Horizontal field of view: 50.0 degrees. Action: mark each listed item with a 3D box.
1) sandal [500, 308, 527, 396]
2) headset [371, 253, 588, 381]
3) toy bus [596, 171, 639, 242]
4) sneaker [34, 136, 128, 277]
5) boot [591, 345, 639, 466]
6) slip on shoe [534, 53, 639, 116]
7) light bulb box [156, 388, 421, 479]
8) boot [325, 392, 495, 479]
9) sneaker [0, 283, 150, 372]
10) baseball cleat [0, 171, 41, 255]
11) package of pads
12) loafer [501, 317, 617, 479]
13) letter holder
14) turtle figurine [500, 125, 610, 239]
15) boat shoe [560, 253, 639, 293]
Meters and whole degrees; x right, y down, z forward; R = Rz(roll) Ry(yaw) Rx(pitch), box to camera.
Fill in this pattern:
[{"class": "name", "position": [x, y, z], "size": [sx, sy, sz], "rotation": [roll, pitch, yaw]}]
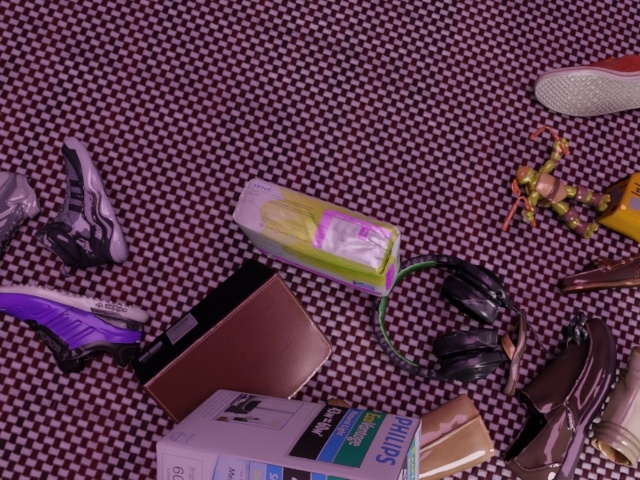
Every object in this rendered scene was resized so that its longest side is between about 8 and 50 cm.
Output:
[{"class": "sandal", "position": [0.385, 0.222, 1.385], "size": [0.049, 0.072, 0.180], "rotation": [12, 81, 18]}, {"class": "headset", "position": [0.292, 0.152, 1.307], "size": [0.395, 0.185, 0.243], "rotation": [8, 76, 12]}, {"class": "toy bus", "position": [0.771, -0.031, 1.451], "size": [0.333, 0.108, 0.130], "rotation": [26, 77, -1]}, {"class": "sneaker", "position": [-0.484, -0.062, 1.323], "size": [0.153, 0.101, 0.268], "rotation": [-22, 84, -13]}, {"class": "boot", "position": [0.595, 0.327, 1.301], "size": [0.095, 0.262, 0.203], "rotation": [22, 78, 31]}, {"class": "slip on shoe", "position": [0.630, -0.349, 1.512], "size": [0.332, 0.123, 0.101], "rotation": [-6, 47, -2]}, {"class": "light bulb box", "position": [-0.041, 0.456, 1.078], "size": [0.361, 0.225, 0.357], "rotation": [4, 102, 17]}, {"class": "boot", "position": [0.168, 0.362, 1.321], "size": [0.270, 0.089, 0.236], "rotation": [-23, 92, -10]}, {"class": "sneaker", "position": [-0.480, 0.170, 1.276], "size": [0.294, 0.102, 0.146], "rotation": [12, 78, -4]}, {"class": "baseball cleat", "position": [-0.600, -0.033, 1.322], "size": [0.110, 0.072, 0.205], "rotation": [5, 81, -12]}, {"class": "package of pads", "position": [0.000, 0.000, 1.273], "size": [0.297, 0.229, 0.101], "rotation": [19, 78, 11]}, {"class": "loafer", "position": [0.461, 0.308, 1.334], "size": [0.130, 0.134, 0.365], "rotation": [24, 77, -1]}, {"class": "letter holder", "position": [-0.158, 0.218, 1.278], "size": [0.302, 0.152, 0.214], "rotation": [-41, 111, -12]}, {"class": "turtle figurine", "position": [0.484, -0.090, 1.444], "size": [0.217, 0.087, 0.269], "rotation": [31, 68, -7]}, {"class": "boat shoe", "position": [0.592, 0.069, 1.433], "size": [0.207, 0.073, 0.073], "rotation": [-5, 77, -15]}]
